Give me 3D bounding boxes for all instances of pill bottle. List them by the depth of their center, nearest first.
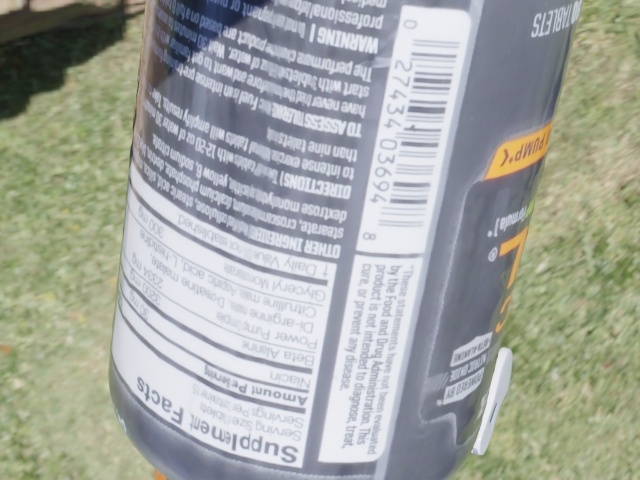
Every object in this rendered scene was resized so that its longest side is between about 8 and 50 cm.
[{"bbox_3d":[0.000,0.000,0.478,0.130,0.130,0.246,20,118,19],"label":"pill bottle"}]

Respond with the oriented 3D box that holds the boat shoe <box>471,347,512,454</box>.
[{"bbox_3d":[0.138,0.136,1.272,0.035,0.035,0.100,11,68,24],"label":"boat shoe"}]
